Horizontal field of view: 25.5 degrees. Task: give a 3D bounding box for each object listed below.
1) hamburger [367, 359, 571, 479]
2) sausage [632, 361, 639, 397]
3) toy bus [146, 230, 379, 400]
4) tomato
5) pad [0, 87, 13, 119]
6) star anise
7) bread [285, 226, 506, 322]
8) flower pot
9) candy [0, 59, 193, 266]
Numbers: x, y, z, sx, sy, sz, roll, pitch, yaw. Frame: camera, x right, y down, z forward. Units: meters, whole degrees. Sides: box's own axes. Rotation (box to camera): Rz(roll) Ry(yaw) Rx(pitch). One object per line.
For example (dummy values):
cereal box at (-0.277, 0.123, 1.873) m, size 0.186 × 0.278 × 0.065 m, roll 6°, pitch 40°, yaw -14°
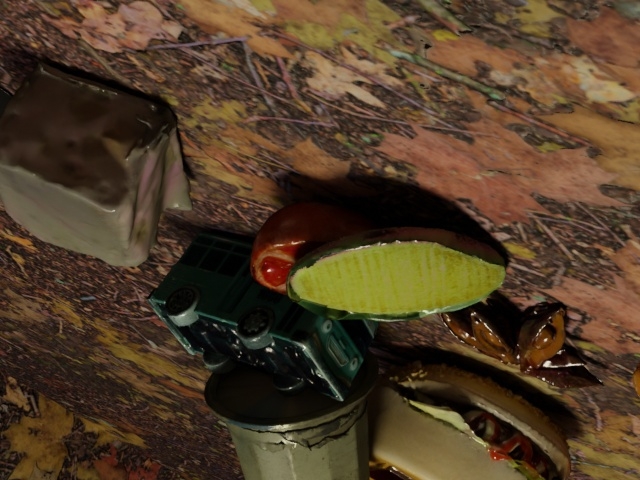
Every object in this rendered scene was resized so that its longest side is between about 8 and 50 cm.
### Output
hamburger at (0.180, 0.271, 1.850) m, size 0.302 × 0.170 × 0.302 m, roll 28°, pitch 163°, yaw 9°
sausage at (0.425, 0.157, 1.390) m, size 0.238 × 0.098 × 0.098 m, roll 13°, pitch 158°, yaw 33°
toy bus at (-0.061, 0.084, 1.665) m, size 0.256 × 0.147 × 0.128 m, roll 12°, pitch 149°, yaw 39°
tomato at (0.000, 0.000, 1.482) m, size 0.155 × 0.069 × 0.155 m, roll -2°, pitch 158°, yaw -1°
pad at (-0.419, -0.159, 1.659) m, size 0.163 × 0.004 × 0.243 m, roll 36°, pitch 158°, yaw -32°
star anise at (0.217, 0.106, 1.547) m, size 0.212 × 0.053 × 0.157 m, roll 21°, pitch 161°, yaw 11°
bread at (0.076, 0.034, 1.443) m, size 0.228 × 0.033 × 0.228 m, roll -2°, pitch 156°, yaw -1°
flower pot at (-0.016, 0.247, 1.730) m, size 0.212 × 0.212 × 0.203 m, roll 8°, pitch 122°, yaw 38°
candy at (-0.238, -0.074, 1.478) m, size 0.184 × 0.137 × 0.195 m, roll 21°, pitch 158°, yaw 7°
